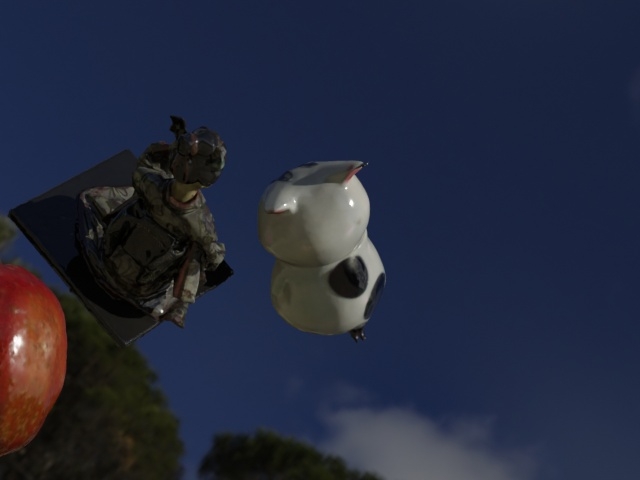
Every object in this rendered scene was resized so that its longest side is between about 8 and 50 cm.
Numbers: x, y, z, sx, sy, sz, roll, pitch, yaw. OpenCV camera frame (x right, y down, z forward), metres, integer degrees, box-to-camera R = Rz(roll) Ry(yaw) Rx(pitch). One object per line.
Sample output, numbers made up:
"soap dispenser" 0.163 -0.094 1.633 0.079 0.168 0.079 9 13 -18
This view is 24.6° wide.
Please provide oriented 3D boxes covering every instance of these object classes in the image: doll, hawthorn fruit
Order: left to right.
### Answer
"hawthorn fruit" -0.367 0.108 1.578 0.205 0.253 0.205 11 -8 2
"doll" 0.000 0.004 1.326 0.107 0.110 0.180 40 -25 45

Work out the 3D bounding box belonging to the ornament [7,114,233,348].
"ornament" -0.119 -0.038 1.201 0.166 0.153 0.196 49 -46 5
